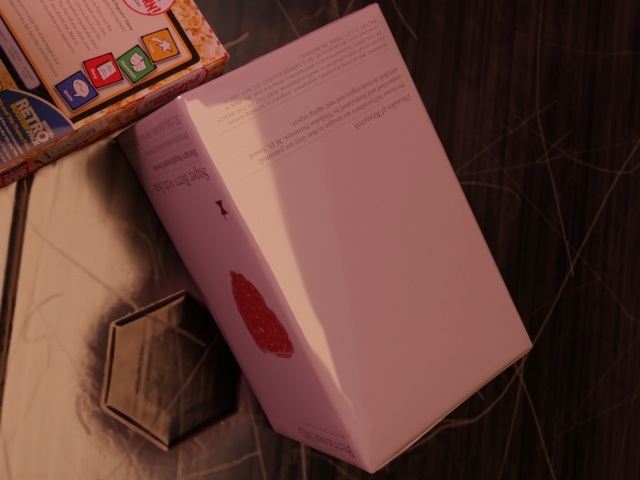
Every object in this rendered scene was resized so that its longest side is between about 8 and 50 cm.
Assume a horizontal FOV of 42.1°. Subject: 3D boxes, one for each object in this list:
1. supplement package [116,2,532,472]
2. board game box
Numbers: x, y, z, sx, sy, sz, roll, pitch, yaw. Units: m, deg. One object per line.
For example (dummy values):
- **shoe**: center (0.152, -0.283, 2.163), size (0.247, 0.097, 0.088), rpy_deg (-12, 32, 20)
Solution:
- **supplement package**: center (0.000, 0.000, 0.658), size (0.175, 0.177, 0.293), rpy_deg (-32, 102, -24)
- **board game box**: center (-0.188, -0.148, 0.614), size (0.193, 0.045, 0.147), rpy_deg (-31, 89, -19)
